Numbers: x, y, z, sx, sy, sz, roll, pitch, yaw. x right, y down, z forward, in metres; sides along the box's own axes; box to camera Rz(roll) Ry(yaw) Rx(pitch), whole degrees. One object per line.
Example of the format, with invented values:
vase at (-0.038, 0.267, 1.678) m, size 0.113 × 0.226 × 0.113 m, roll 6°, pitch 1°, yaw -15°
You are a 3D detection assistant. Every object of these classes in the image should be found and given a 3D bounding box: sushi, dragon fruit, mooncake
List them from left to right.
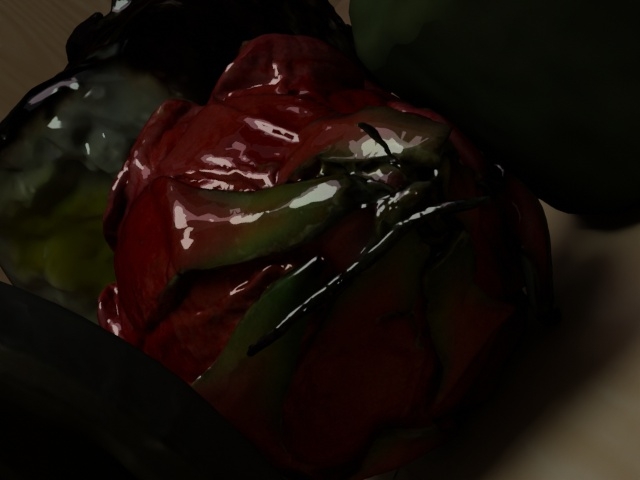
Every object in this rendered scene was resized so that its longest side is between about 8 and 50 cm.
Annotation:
sushi at (-0.095, -0.056, 1.243) m, size 0.281 × 0.299 × 0.294 m, roll -22°, pitch 25°, yaw 22°
dragon fruit at (0.000, 0.000, 0.759) m, size 0.233 × 0.234 × 0.293 m, roll -57°, pitch -6°, yaw -28°
mooncake at (0.174, -0.196, 0.818) m, size 0.356 × 0.194 × 0.356 m, roll -48°, pitch 12°, yaw 14°

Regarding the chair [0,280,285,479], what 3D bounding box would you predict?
chair at (-0.180, 0.241, 0.456) m, size 0.362 × 0.365 × 0.410 m, roll -42°, pitch 9°, yaw 44°
